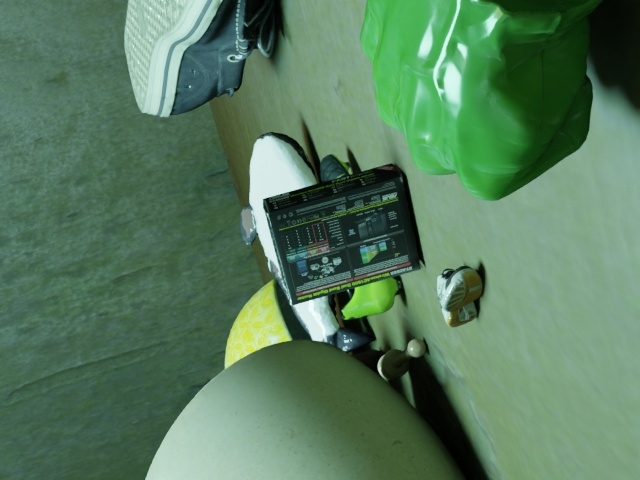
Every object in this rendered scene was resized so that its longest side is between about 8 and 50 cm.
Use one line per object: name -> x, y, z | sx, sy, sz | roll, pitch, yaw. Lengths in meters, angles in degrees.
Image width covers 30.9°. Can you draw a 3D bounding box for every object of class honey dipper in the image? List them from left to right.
honey dipper -> 0.084, 0.120, 1.187 | 0.161, 0.030, 0.031 | 109, 142, -76

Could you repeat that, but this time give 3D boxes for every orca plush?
orca plush -> 0.000, 0.000, 1.459 | 0.151, 0.102, 0.287 | -36, 77, 35

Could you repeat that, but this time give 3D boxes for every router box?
router box -> 0.019, -0.005, 1.003 | 0.038, 0.122, 0.092 | -113, 8, -65

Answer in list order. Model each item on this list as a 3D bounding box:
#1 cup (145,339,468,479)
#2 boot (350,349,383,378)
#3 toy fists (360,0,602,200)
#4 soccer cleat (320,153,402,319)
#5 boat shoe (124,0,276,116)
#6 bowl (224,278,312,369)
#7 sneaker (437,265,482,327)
cup -> 0.025, 0.286, 1.106 | 0.237, 0.331, 0.331 | 19, 132, 44
boot -> 0.004, 0.247, 1.332 | 0.206, 0.090, 0.249 | 5, -88, -55
toy fists -> 0.051, -0.152, 0.534 | 0.142, 0.096, 0.279 | 105, 150, -58
soccer cleat -> 0.023, -0.006, 1.172 | 0.060, 0.072, 0.179 | 91, 160, -68
boat shoe -> -0.128, -0.291, 1.359 | 0.500, 0.155, 0.187 | 128, 130, -67
bowl -> -0.049, 0.210, 1.566 | 0.289, 0.156, 0.289 | 57, -172, -13
sneaker -> 0.098, 0.034, 0.858 | 0.083, 0.031, 0.037 | 89, 162, -64
